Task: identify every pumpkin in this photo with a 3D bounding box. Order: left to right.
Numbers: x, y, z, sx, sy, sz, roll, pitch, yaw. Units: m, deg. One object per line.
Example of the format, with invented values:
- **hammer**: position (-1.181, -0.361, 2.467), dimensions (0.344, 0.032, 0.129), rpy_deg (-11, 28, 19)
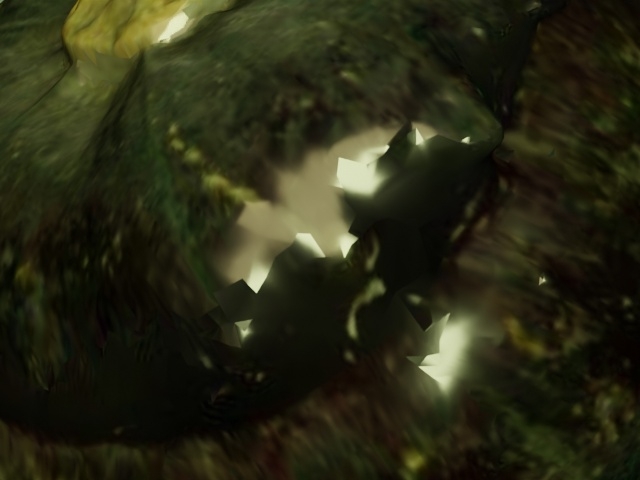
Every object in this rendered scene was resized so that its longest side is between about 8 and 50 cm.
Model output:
- **pumpkin**: position (0.000, 0.000, 0.798), dimensions (0.454, 0.344, 0.454), rpy_deg (-23, 40, 21)
